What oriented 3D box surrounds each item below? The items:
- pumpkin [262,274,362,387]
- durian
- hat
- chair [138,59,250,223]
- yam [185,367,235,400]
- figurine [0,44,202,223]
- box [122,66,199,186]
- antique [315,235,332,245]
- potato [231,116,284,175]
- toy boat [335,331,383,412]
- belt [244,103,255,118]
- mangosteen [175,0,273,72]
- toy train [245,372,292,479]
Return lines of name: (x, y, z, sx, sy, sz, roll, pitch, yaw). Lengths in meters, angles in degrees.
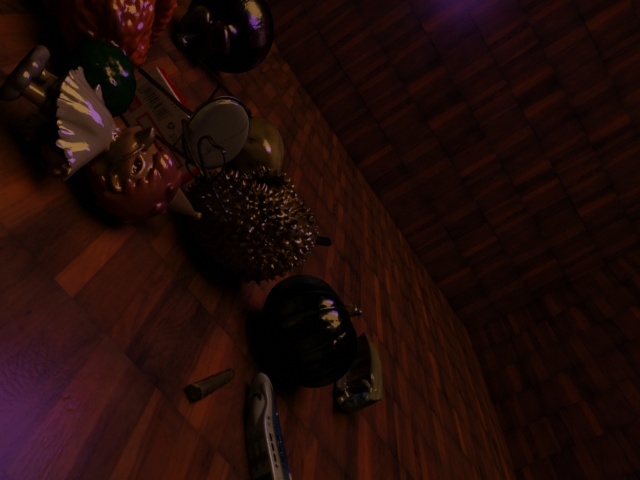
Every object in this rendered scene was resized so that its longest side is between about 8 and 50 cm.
pumpkin: (-0.012, 0.187, 1.188, 0.250, 0.216, 0.249, 159, -90, -82)
durian: (-0.152, -0.037, 1.161, 0.293, 0.258, 0.258, 39, 21, -13)
hat: (-0.424, -0.438, 1.059, 0.285, 0.285, 0.400, 44, 33, -42)
chair: (-0.197, -0.189, 1.005, 0.170, 0.159, 0.326, -25, 51, -34)
yam: (-0.176, 0.239, 0.928, 0.033, 0.027, 0.129, 22, 7, 19)
figurine: (-0.327, -0.135, 0.909, 0.387, 0.166, 0.207, 46, 23, -35)
box: (-0.324, -0.238, 1.182, 0.229, 0.123, 0.050, 56, 6, -7)
antique: (0.000, 0.000, 1.923, 0.031, 0.015, 0.192, 64, 17, 12)
potato: (-0.180, -0.253, 1.595, 0.228, 0.149, 0.197, -90, 159, -49)
toy boat: (0.100, 0.347, 1.415, 0.084, 0.111, 0.276, 59, 14, -18)
belt: (-0.238, -0.378, 1.821, 0.140, 0.058, 0.105, 63, 10, 29)
mangosteen: (-0.293, -0.683, 1.795, 0.297, 0.297, 0.313, 52, 14, -22)
toy train: (-0.098, 0.330, 0.957, 0.051, 0.052, 0.234, 35, 28, -45)
